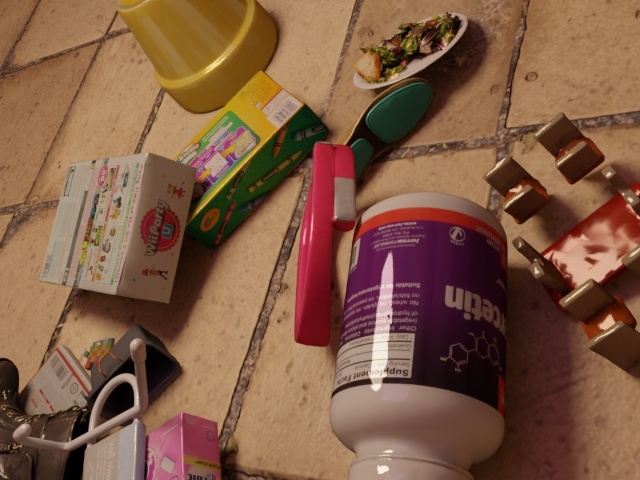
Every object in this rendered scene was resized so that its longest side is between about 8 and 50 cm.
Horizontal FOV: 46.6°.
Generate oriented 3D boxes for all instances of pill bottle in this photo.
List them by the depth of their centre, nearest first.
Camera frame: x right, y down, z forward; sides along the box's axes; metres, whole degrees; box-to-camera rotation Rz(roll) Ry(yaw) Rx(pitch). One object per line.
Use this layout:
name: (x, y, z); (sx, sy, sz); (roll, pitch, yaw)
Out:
pill bottle: (0.109, 0.120, 0.804); (0.181, 0.181, 0.323); (-11, 54, 31)

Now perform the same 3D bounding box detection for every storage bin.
storage bin: (-0.295, 0.193, 1.127); (0.135, 0.098, 0.091); (-46, 34, 0)

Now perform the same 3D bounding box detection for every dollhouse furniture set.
dollhouse furniture set: (0.344, -0.027, 0.799); (0.259, 0.135, 0.262); (-41, 43, 22)

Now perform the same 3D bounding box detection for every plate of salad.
plate of salad: (0.133, -0.305, 1.156); (0.199, 0.048, 0.200); (-27, 29, 16)

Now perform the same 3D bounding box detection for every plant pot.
plant pot: (-0.250, -0.415, 1.417); (0.253, 0.239, 0.254); (-20, 49, 25)

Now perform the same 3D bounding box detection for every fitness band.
fitness band: (0.000, 0.000, 0.956); (0.054, 0.209, 0.291); (9, 39, -5)

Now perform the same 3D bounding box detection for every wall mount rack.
wall mount rack: (-0.265, 0.288, 0.888); (0.304, 0.130, 0.350); (-33, 47, 29)

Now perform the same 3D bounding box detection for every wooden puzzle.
wooden puzzle: (-0.368, 0.188, 1.239); (0.083, 0.006, 0.049); (-14, 53, 29)

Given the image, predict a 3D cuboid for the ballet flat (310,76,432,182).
ballet flat: (0.068, -0.161, 1.115); (0.232, 0.080, 0.073); (-45, 30, 0)

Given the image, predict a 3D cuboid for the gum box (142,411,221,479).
gum box: (-0.213, 0.318, 0.968); (0.188, 0.062, 0.107); (-38, 44, 27)

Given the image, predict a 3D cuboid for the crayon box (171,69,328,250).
crayon box: (-0.139, -0.139, 1.247); (0.278, 0.081, 0.165); (-45, 44, 1)

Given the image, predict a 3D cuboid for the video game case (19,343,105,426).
video game case: (-0.472, 0.331, 1.203); (0.285, 0.025, 0.204); (-52, 44, -6)

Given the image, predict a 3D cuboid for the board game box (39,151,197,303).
board game box: (-0.344, -0.022, 1.238); (0.303, 0.097, 0.224); (3, 80, 50)

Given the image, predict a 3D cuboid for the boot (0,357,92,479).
boot: (-0.439, 0.287, 1.144); (0.228, 0.091, 0.263); (-17, 55, 20)
